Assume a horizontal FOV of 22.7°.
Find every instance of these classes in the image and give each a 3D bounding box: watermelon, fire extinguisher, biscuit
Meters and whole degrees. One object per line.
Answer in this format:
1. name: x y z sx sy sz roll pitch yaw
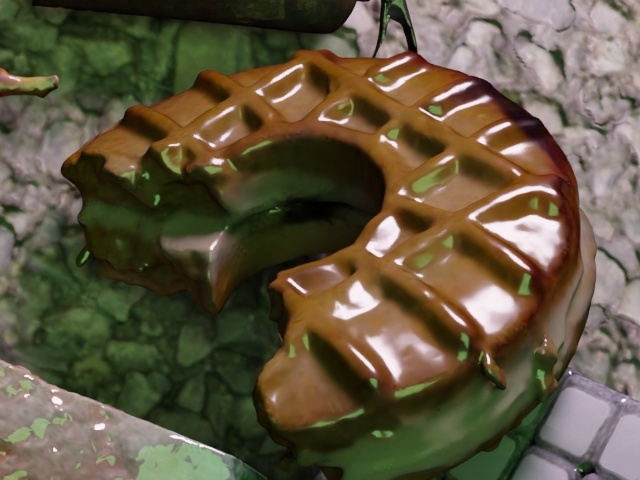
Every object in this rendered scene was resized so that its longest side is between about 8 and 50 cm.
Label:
1. watermelon: -0.162 0.225 0.974 0.302 0.151 0.264 30 76 -11
2. fire extinguisher: -0.061 -0.171 1.076 0.267 0.072 0.089 4 90 -14
3. biscuit: 0.019 -0.004 0.955 0.268 0.366 0.115 -30 131 -18

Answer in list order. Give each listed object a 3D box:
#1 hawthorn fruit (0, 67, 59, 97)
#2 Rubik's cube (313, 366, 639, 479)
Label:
1. hawthorn fruit: -0.272 -0.097 0.962 0.225 0.196 0.196 -1 86 -20
2. Rubik's cube: 0.139 0.216 0.972 0.237 0.237 0.238 39 79 -42
